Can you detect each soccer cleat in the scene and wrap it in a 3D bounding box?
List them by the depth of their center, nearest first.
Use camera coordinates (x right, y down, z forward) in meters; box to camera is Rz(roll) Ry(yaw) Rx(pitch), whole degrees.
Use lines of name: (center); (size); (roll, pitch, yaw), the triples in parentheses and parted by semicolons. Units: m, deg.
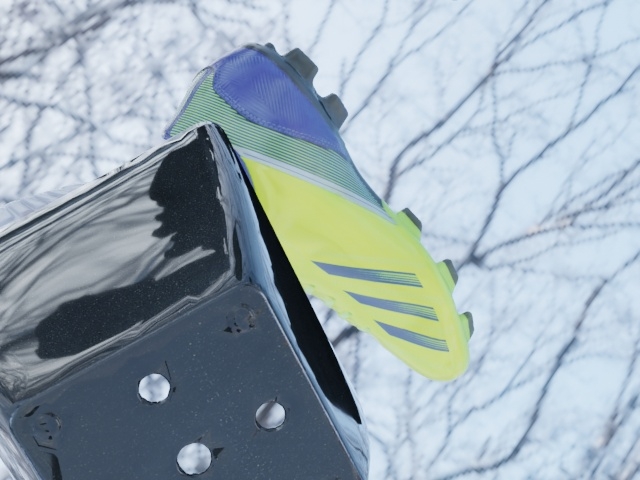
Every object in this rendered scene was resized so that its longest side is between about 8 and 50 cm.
soccer cleat: (-0.001, -0.001, 1.086); (0.289, 0.121, 0.093); (54, -16, -24)

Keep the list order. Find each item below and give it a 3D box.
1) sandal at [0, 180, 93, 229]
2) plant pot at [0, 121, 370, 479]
sandal: (-0.143, -0.005, 1.251); (0.102, 0.265, 0.076); (-128, -155, -59)
plant pot: (-0.077, 0.079, 0.793); (0.188, 0.187, 0.167); (64, -6, -21)
